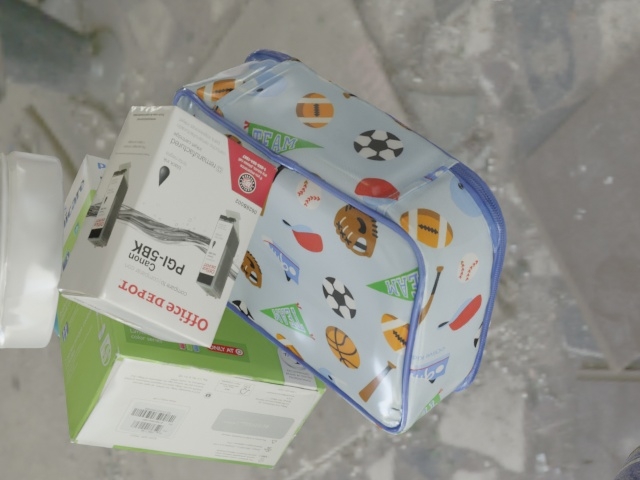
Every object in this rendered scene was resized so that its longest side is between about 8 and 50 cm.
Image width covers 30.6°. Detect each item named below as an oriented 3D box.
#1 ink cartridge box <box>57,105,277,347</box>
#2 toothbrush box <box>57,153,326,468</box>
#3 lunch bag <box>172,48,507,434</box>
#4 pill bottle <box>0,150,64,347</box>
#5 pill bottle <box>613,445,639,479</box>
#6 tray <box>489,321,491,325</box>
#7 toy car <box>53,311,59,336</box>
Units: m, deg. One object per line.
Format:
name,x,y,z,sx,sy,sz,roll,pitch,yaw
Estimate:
ink cartridge box,-0.099,-0.008,0.778,0.056,0.099,0.135,6,72,48
toothbrush box,-0.138,0.065,1.135,0.122,0.206,0.283,-58,34,32
lunch bag,0.000,0.000,0.938,0.303,0.115,0.243,37,143,32
pill bottle,-0.354,-0.002,0.804,0.188,0.333,0.188,-176,90,-70
pill bottle,0.330,0.289,1.157,0.122,0.219,0.123,9,109,28
tray,0.082,0.040,1.441,0.145,0.030,0.270,-33,54,1
toy car,-0.249,0.055,1.750,0.219,0.210,0.238,-27,35,24
